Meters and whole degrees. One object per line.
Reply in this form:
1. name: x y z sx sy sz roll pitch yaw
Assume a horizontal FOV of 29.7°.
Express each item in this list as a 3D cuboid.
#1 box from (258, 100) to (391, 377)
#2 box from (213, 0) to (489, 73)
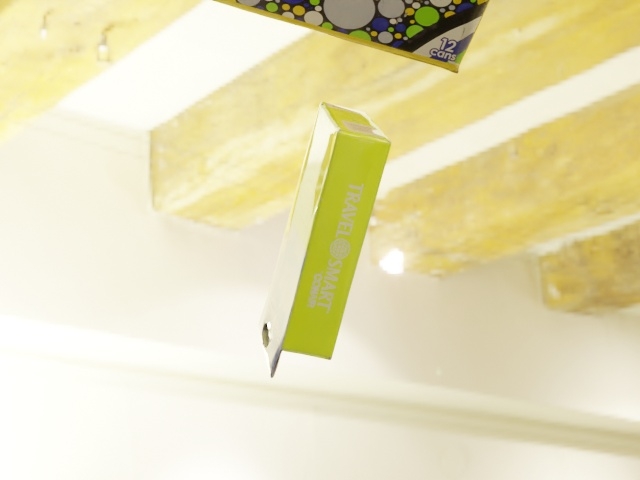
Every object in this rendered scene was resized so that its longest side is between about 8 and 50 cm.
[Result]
1. box: 0.000 0.000 0.852 0.042 0.178 0.109 13 15 -11
2. box: -0.025 -0.112 0.384 0.169 0.054 0.059 14 -51 -11
